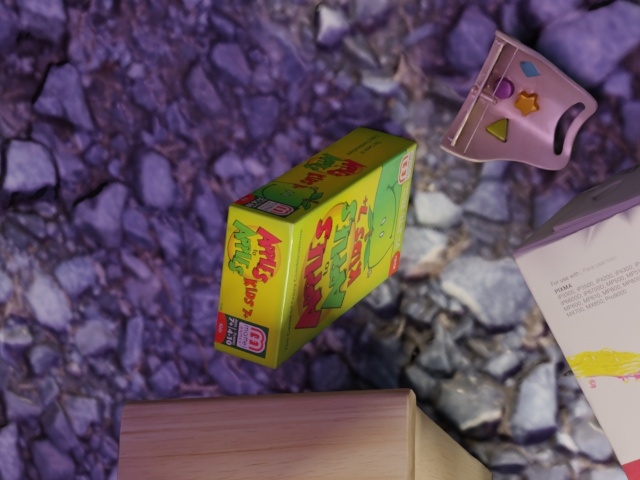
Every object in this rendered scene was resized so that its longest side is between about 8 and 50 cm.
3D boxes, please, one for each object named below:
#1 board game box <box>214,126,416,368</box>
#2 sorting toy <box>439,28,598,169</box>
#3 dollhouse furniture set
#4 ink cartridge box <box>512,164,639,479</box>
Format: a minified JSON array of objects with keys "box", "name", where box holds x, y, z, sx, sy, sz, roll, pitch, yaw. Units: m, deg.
[{"box":[0.000,0.000,1.051,0.043,0.181,0.092,17,114,20],"name":"board game box"},{"box":[0.126,-0.080,1.046,0.075,0.045,0.083,29,118,7],"name":"sorting toy"},{"box":[0.002,0.309,1.003,0.362,0.256,0.394,-4,70,18],"name":"dollhouse furniture set"},{"box":[0.218,0.042,0.988,0.127,0.128,0.176,-26,95,31],"name":"ink cartridge box"}]
